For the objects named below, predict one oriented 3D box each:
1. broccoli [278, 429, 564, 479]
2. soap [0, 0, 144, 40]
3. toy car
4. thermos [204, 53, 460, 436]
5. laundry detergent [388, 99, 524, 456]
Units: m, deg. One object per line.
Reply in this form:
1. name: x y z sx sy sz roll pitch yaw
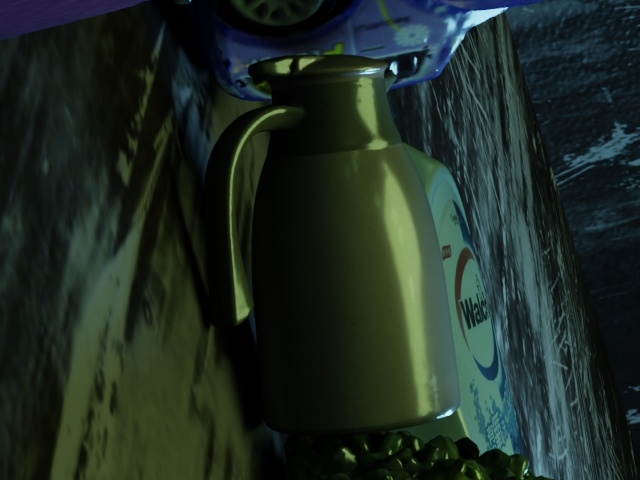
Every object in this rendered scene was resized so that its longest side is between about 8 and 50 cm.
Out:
1. broccoli: 0.064 0.233 0.923 0.288 0.248 0.245 -100 -152 -66
2. soap: -0.103 -0.095 0.447 0.259 0.181 0.081 -20 97 -79
3. toy car: 0.028 -0.169 1.018 0.158 0.235 0.172 81 5 -53
4. thermos: 0.000 0.000 0.959 0.137 0.105 0.193 -11 99 -36
5. laundry detergent: 0.049 0.030 1.174 0.215 0.105 0.280 -10 86 -77
